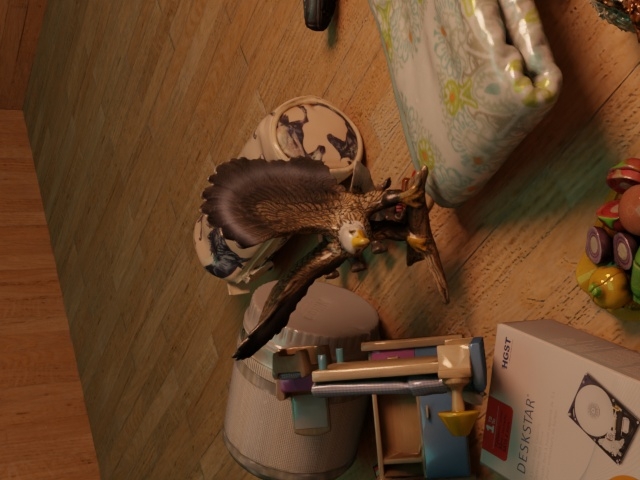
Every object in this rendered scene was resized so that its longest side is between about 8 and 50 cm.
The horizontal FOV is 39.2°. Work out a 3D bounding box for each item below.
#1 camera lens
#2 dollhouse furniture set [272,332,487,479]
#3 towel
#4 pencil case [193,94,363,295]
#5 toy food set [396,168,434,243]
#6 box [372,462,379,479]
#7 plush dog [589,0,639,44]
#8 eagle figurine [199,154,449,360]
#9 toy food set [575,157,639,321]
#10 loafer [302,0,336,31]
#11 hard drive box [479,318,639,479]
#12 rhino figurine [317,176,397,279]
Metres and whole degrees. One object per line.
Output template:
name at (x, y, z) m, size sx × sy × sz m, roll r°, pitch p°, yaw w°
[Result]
camera lens at (-0.031, 0.224, 1.403) m, size 0.219 × 0.219 × 0.274 m, roll 39°, pitch 125°, yaw 52°
dollhouse furniture set at (0.064, 0.226, 1.093) m, size 0.303 × 0.286 × 0.198 m, roll 20°, pitch -116°, yaw -79°
towel at (0.148, -0.259, 1.086) m, size 0.320 × 0.090 × 0.375 m, roll 108°, pitch 146°, yaw -72°
pencil case at (-0.080, -0.073, 1.533) m, size 0.410 × 0.159 × 0.184 m, roll -48°, pitch 62°, yaw 50°
toy food set at (0.128, -0.056, 1.316) m, size 0.078 × 0.019 × 0.122 m, roll 60°, pitch 140°, yaw 38°
box at (0.133, 0.356, 1.323) m, size 0.137 × 0.027 × 0.094 m, roll -47°, pitch 54°, yaw 50°
plush dog at (0.313, -0.245, 0.787) m, size 0.262 × 0.225 × 0.211 m, roll 61°, pitch 141°, yaw 38°
eagle figurine at (0.001, -0.002, 1.134) m, size 0.225 × 0.298 × 0.226 m, roll 94°, pitch 158°, yaw -66°
toy food set at (0.322, -0.015, 0.937) m, size 0.128 × 0.071 × 0.218 m, roll 47°, pitch 130°, yaw 48°
loafer at (-0.016, -0.450, 1.467) m, size 0.078 × 0.076 × 0.223 m, roll -1°, pitch 87°, yaw 20°
hard drive box at (0.292, 0.204, 0.985) m, size 0.232 × 0.089 × 0.181 m, roll 21°, pitch 109°, yaw 58°
rhino figurine at (0.059, -0.027, 1.366) m, size 0.243 × 0.073 × 0.106 m, roll 135°, pitch 126°, yaw -60°
